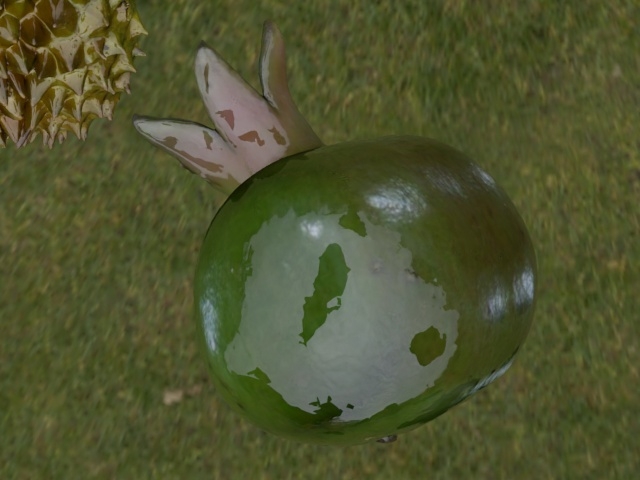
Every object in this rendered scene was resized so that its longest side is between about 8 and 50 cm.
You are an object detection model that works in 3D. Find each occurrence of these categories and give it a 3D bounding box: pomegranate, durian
[{"bbox_3d":[0.000,0.000,0.714,0.191,0.152,0.131,47,122,18],"label":"pomegranate"},{"bbox_3d":[-0.228,-0.144,1.250,0.187,0.153,0.260,9,140,-5],"label":"durian"}]
